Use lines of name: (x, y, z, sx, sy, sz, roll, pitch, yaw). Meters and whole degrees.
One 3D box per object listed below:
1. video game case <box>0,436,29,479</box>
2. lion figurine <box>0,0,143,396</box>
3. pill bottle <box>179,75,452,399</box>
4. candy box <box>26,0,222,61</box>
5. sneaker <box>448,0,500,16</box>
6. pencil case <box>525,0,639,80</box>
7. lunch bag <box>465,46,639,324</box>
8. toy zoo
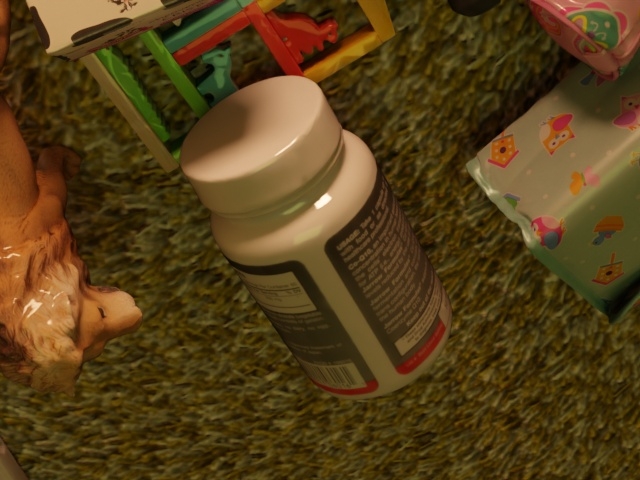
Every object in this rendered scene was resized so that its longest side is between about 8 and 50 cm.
video game case: (-0.513, 0.223, 1.112, 0.328, 0.036, 0.300, -19, 120, 3)
lion figurine: (-0.271, -0.077, 0.858, 0.142, 0.240, 0.392, -19, 120, 2)
pill bottle: (0.000, 0.000, 0.973, 0.161, 0.161, 0.283, -26, 126, 7)
candy box: (-0.169, -0.273, 0.806, 0.159, 0.071, 0.234, -20, 93, 4)
sneaker: (0.177, -0.310, 0.872, 0.106, 0.101, 0.267, 37, 106, -19)
pencil case: (0.296, -0.269, 0.878, 0.124, 0.124, 0.284, 39, 99, -26)
lunch bag: (0.303, -0.045, 1.013, 0.223, 0.160, 0.262, -42, 133, 11)
toy zoo: (-0.067, -0.208, 0.934, 0.293, 0.030, 0.192, -29, 120, 9)
